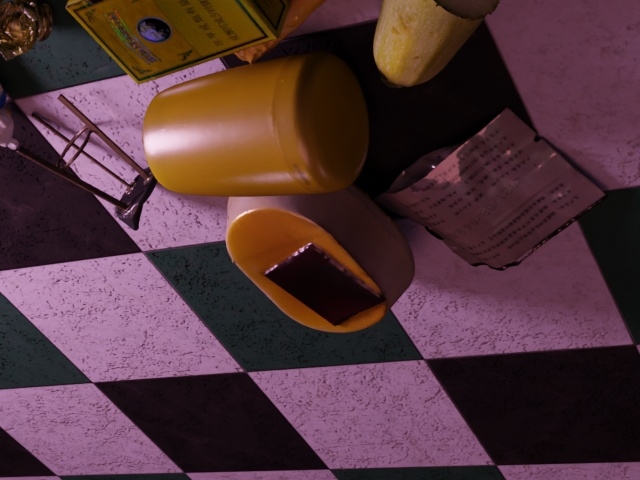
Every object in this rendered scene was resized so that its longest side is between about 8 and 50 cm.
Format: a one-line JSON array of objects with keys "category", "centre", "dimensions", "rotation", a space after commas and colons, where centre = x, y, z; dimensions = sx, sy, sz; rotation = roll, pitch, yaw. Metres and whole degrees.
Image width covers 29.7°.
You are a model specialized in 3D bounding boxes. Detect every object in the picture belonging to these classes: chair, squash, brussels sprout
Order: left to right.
[{"category": "brussels sprout", "centre": [-0.384, -0.281, 1.559], "dimensions": [0.085, 0.058, 0.085], "rotation": [6, 109, 18]}, {"category": "chair", "centre": [-0.316, -0.112, 1.726], "dimensions": [0.095, 0.104, 0.221], "rotation": [-35, 120, 27]}, {"category": "squash", "centre": [0.121, -0.236, 1.367], "dimensions": [0.137, 0.137, 0.287], "rotation": [17, 146, -1]}]

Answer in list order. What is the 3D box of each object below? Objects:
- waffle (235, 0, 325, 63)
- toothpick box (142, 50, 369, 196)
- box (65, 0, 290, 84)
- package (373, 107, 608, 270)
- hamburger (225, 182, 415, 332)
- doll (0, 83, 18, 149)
[{"category": "waffle", "centre": [-0.109, -0.332, 1.386], "dimensions": [0.248, 0.055, 0.221], "rotation": [34, 141, -23]}, {"category": "toothpick box", "centre": [-0.091, -0.139, 1.537], "dimensions": [0.271, 0.175, 0.175], "rotation": [-4, 139, 30]}, {"category": "box", "centre": [-0.165, -0.270, 1.389], "dimensions": [0.220, 0.064, 0.141], "rotation": [-10, 138, 34]}, {"category": "package", "centre": [0.226, -0.052, 1.624], "dimensions": [0.204, 0.062, 0.251], "rotation": [34, 137, -23]}, {"category": "hamburger", "centre": [0.000, 0.000, 1.699], "dimensions": [0.227, 0.151, 0.295], "rotation": [-14, 128, 37]}, {"category": "doll", "centre": [-0.491, -0.215, 1.685], "dimensions": [0.114, 0.057, 0.227], "rotation": [-9, 129, 21]}]
